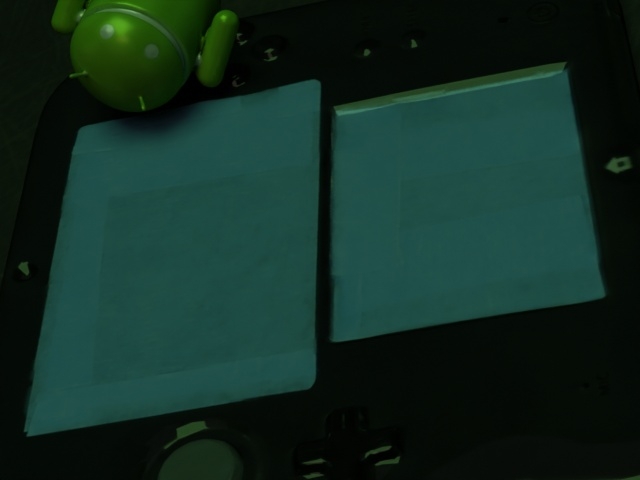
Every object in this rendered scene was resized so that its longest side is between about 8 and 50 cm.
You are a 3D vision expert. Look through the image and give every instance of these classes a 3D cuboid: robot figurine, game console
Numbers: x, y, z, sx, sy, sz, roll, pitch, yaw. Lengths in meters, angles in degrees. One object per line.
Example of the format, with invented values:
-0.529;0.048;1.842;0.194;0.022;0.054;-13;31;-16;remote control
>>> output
-0.097;-0.119;0.872;0.101;0.067;0.115;22;51;1;robot figurine
0.000;0.000;0.793;0.342;0.060;0.386;-13;43;14;game console
